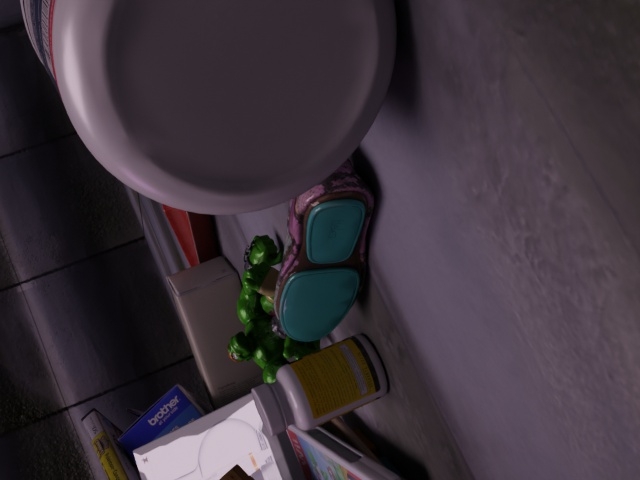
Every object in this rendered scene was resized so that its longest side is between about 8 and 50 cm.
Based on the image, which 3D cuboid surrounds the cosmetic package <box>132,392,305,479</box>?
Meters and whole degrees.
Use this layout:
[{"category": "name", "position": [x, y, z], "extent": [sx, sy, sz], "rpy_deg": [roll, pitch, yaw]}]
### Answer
[{"category": "cosmetic package", "position": [-0.096, 0.430, 1.201], "extent": [0.284, 0.097, 0.377], "rpy_deg": [-32, 72, 32]}]

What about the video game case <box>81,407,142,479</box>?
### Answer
[{"category": "video game case", "position": [-0.293, 0.440, 1.469], "extent": [0.275, 0.035, 0.248], "rpy_deg": [53, 170, -34]}]

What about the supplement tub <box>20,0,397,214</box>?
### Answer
[{"category": "supplement tub", "position": [-0.089, -0.148, 0.540], "extent": [0.272, 0.191, 0.191], "rpy_deg": [-134, 26, -56]}]

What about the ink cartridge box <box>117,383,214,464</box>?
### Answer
[{"category": "ink cartridge box", "position": [-0.185, 0.422, 1.483], "extent": [0.395, 0.151, 0.270], "rpy_deg": [45, 171, 25]}]

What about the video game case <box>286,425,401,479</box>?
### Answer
[{"category": "video game case", "position": [0.047, 0.308, 0.893], "extent": [0.285, 0.025, 0.204], "rpy_deg": [2, 113, 70]}]

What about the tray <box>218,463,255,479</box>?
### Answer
[{"category": "tray", "position": [0.028, 0.451, 0.954], "extent": [0.411, 0.076, 0.202], "rpy_deg": [38, 154, 25]}]

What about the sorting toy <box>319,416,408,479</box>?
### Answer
[{"category": "sorting toy", "position": [0.072, 0.297, 0.915], "extent": [0.208, 0.038, 0.193], "rpy_deg": [22, 132, 64]}]

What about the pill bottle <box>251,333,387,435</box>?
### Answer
[{"category": "pill bottle", "position": [-0.002, 0.137, 0.778], "extent": [0.065, 0.116, 0.065], "rpy_deg": [59, 162, 32]}]

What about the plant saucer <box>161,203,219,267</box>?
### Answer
[{"category": "plant saucer", "position": [-0.245, -0.060, 1.511], "extent": [0.258, 0.048, 0.259], "rpy_deg": [58, 163, 35]}]

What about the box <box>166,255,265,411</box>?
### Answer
[{"category": "box", "position": [-0.169, 0.175, 1.446], "extent": [0.094, 0.113, 0.275], "rpy_deg": [-140, 33, -61]}]

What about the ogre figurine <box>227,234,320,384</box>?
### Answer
[{"category": "ogre figurine", "position": [-0.051, 0.106, 0.975], "extent": [0.197, 0.097, 0.118], "rpy_deg": [49, 142, 14]}]

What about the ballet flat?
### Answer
[{"category": "ballet flat", "position": [0.000, 0.000, 0.693], "extent": [0.221, 0.077, 0.079], "rpy_deg": [99, 165, -54]}]
